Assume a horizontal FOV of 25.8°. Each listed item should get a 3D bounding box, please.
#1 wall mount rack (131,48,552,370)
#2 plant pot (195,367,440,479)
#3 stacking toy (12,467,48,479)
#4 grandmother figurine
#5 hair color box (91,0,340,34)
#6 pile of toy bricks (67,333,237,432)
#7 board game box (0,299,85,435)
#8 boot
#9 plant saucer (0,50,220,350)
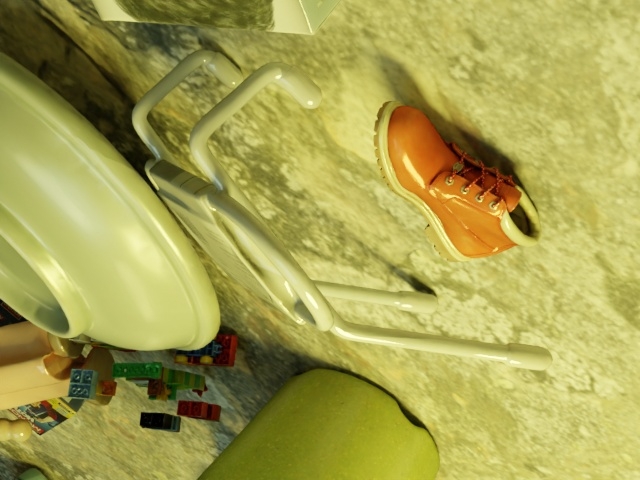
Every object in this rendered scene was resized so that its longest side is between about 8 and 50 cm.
[{"bbox_3d":[0.000,0.000,1.044,0.304,0.130,0.350,51,172,-19],"label":"wall mount rack"},{"bbox_3d":[-0.018,0.274,1.364,0.276,0.254,0.276,25,148,17],"label":"plant pot"},{"bbox_3d":[-0.475,0.396,2.150,0.279,0.130,0.309,56,150,18],"label":"stacking toy"},{"bbox_3d":[-0.416,0.161,1.618,0.342,0.104,0.208,-18,105,22],"label":"grandmother figurine"},{"bbox_3d":[-0.110,-0.304,0.818,0.185,0.113,0.374,10,141,35],"label":"hair color box"},{"bbox_3d":[-0.165,0.147,1.498,0.212,0.118,0.105,0,167,31],"label":"pile of toy bricks"},{"bbox_3d":[-0.393,0.154,1.745,0.194,0.060,0.194,42,148,-11],"label":"board game box"},{"bbox_3d":[0.102,-0.046,1.020,0.085,0.059,0.158,-3,140,41],"label":"boot"},{"bbox_3d":[-0.273,-0.017,1.299,0.400,0.100,0.400,35,156,18],"label":"plant saucer"}]
